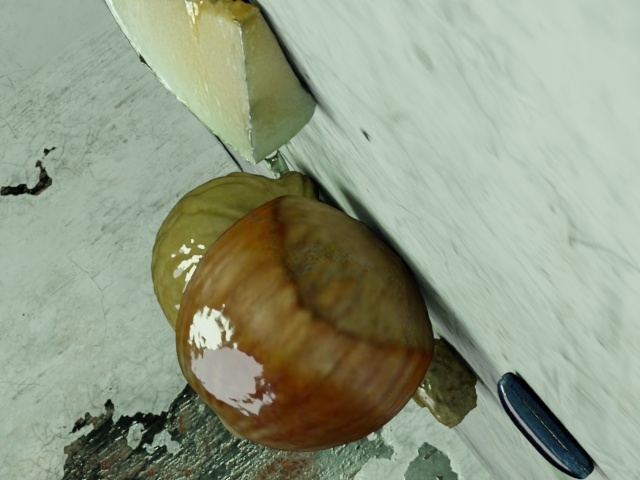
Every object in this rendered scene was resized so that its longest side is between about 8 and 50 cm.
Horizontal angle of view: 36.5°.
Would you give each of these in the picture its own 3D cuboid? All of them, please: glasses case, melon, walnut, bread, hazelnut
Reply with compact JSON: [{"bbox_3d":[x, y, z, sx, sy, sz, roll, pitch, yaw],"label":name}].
[{"bbox_3d":[0.146,0.126,0.645,0.083,0.023,0.033,51,176,18],"label":"glasses case"},{"bbox_3d":[-0.084,-0.127,0.606,0.182,0.054,0.098,34,158,41],"label":"melon"},{"bbox_3d":[-0.063,0.033,0.989,0.228,0.228,0.228,51,177,3],"label":"walnut"},{"bbox_3d":[0.109,0.129,0.942,0.082,0.060,0.113,51,176,-13],"label":"bread"},{"bbox_3d":[-0.014,0.076,0.798,0.214,0.214,0.176,51,-169,2],"label":"hazelnut"}]

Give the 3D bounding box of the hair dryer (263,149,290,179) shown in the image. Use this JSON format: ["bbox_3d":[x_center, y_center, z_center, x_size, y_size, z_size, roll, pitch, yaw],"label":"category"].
[{"bbox_3d":[0.007,0.010,1.197,0.229,0.092,0.267,-33,-82,-87],"label":"hair dryer"}]
